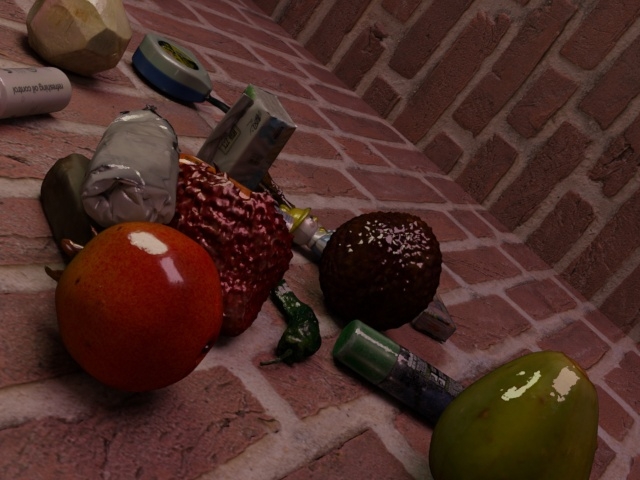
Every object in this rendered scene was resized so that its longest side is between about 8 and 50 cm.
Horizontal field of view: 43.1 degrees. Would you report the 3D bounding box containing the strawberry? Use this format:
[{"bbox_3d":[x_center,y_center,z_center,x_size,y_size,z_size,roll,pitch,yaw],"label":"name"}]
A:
[{"bbox_3d":[-0.178,0.013,1.379,0.261,0.257,0.261,28,-8,4],"label":"strawberry"}]

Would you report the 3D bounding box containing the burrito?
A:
[{"bbox_3d":[-0.297,-0.136,1.320,0.139,0.101,0.445,5,24,-10],"label":"burrito"}]

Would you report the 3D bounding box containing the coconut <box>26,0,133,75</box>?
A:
[{"bbox_3d":[-0.532,-0.490,1.827,0.237,0.237,0.197,38,18,1],"label":"coconut"}]

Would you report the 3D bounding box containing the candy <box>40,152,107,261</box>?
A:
[{"bbox_3d":[-0.370,-0.044,1.295,0.104,0.102,0.234,18,28,-42],"label":"candy"}]

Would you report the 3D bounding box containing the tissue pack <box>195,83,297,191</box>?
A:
[{"bbox_3d":[-0.186,-0.223,1.817,0.145,0.229,0.159,23,24,-36],"label":"tissue pack"}]

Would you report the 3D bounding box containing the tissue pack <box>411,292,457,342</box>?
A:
[{"bbox_3d":[0.257,0.167,1.964,0.109,0.060,0.148,28,21,-23],"label":"tissue pack"}]

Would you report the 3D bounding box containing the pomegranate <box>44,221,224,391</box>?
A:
[{"bbox_3d":[-0.252,0.076,1.073,0.257,0.220,0.221,27,15,21],"label":"pomegranate"}]

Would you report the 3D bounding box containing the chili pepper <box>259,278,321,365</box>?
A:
[{"bbox_3d":[-0.048,0.153,1.471,0.122,0.065,0.279,23,21,-14],"label":"chili pepper"}]

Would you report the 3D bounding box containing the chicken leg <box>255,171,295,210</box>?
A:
[{"bbox_3d":[-0.130,-0.132,1.966,0.178,0.070,0.093,46,-7,-12],"label":"chicken leg"}]

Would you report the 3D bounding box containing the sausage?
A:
[{"bbox_3d":[-0.208,-0.091,1.696,0.312,0.093,0.093,32,20,-16],"label":"sausage"}]

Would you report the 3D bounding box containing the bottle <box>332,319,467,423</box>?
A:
[{"bbox_3d":[0.179,0.270,1.551,0.330,0.093,0.093,34,20,-11],"label":"bottle"}]

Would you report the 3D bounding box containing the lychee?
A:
[{"bbox_3d":[0.127,0.060,1.693,0.261,0.260,0.260,33,20,-14],"label":"lychee"}]

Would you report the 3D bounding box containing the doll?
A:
[{"bbox_3d":[0.001,-0.001,1.844,0.241,0.099,0.135,36,40,-9],"label":"doll"}]

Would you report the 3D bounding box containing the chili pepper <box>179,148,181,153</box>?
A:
[{"bbox_3d":[-0.374,-0.223,1.779,0.153,0.041,0.050,21,0,-1],"label":"chili pepper"}]

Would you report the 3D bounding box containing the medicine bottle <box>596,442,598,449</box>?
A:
[{"bbox_3d":[0.424,0.384,1.635,0.222,0.149,0.112,31,20,-17],"label":"medicine bottle"}]

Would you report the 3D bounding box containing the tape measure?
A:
[{"bbox_3d":[-0.362,-0.418,2.141,0.215,0.098,0.351,19,24,-47],"label":"tape measure"}]

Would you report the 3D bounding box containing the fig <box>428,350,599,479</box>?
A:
[{"bbox_3d":[0.325,0.329,1.329,0.258,0.326,0.258,32,0,0],"label":"fig"}]

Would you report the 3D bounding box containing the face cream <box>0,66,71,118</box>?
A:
[{"bbox_3d":[-0.570,-0.265,1.461,0.092,0.092,0.311,39,20,5],"label":"face cream"}]
